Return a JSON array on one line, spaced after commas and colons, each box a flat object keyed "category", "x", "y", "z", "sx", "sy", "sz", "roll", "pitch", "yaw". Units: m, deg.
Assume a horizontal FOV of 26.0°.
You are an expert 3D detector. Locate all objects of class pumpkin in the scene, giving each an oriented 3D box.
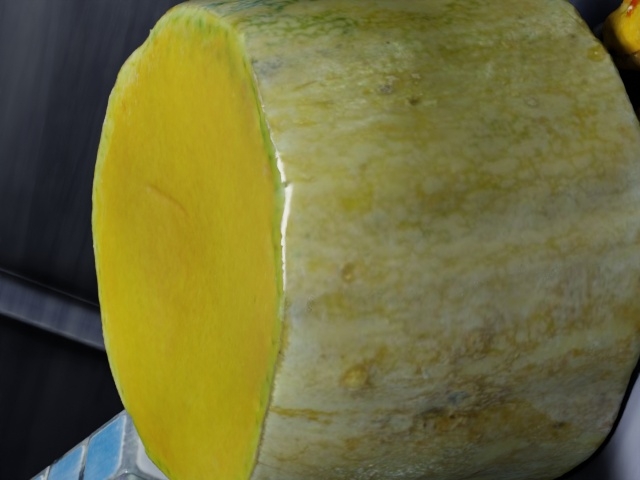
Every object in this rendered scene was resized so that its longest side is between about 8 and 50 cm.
[{"category": "pumpkin", "x": 0.000, "y": 0.000, "z": 0.754, "sx": 0.332, "sy": 0.199, "sz": 0.332, "roll": 15, "pitch": 108, "yaw": 54}]

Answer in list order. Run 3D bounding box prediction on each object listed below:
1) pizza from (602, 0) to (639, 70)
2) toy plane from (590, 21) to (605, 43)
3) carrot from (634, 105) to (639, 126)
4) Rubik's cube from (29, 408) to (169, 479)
[{"category": "pizza", "x": 0.184, "y": -0.178, "z": 0.659, "sx": 0.185, "sy": 0.036, "sz": 0.176, "roll": 145, "pitch": 133, "yaw": -75}, {"category": "toy plane", "x": 0.099, "y": -0.040, "z": 0.843, "sx": 0.212, "sy": 0.088, "sz": 0.267, "roll": 67, "pitch": 152, "yaw": 26}, {"category": "carrot", "x": 0.145, "y": -0.009, "z": 0.728, "sx": 0.035, "sy": 0.036, "sz": 0.165, "roll": -92, "pitch": 17, "yaw": -45}, {"category": "Rubik's cube", "x": -0.126, "y": 0.321, "z": 1.077, "sx": 0.259, "sy": 0.253, "sz": 0.256, "roll": -37, "pitch": 36, "yaw": 34}]
